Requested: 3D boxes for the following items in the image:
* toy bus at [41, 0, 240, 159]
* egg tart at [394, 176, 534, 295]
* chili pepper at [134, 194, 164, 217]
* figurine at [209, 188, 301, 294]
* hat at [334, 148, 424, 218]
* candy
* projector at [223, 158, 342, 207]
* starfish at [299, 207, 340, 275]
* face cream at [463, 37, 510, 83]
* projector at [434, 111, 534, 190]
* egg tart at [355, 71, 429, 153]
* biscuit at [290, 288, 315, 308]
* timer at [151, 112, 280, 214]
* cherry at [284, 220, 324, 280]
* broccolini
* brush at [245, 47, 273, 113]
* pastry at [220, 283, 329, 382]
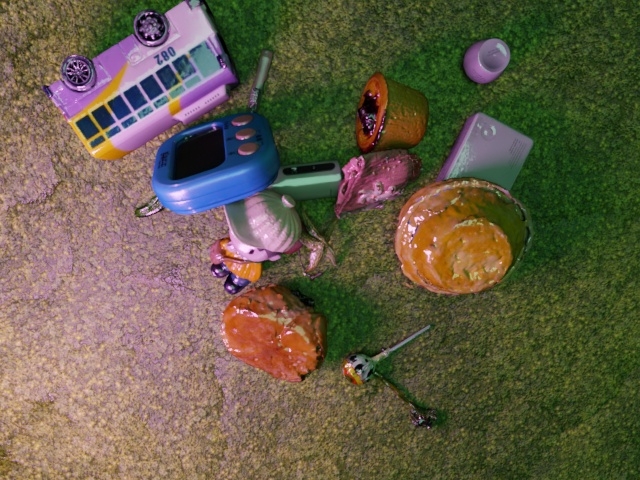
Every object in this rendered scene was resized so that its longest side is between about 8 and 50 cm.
[{"bbox_3d":[-0.425,-0.404,1.212,0.440,0.209,0.249,-31,99,1],"label":"toy bus"},{"bbox_3d":[0.389,0.017,1.290,0.389,0.169,0.387,2,118,4],"label":"egg tart"},{"bbox_3d":[-0.456,-0.132,1.326,0.073,0.050,0.182,29,97,-13],"label":"chili pepper"},{"bbox_3d":[-0.173,-0.002,1.254,0.205,0.332,0.185,-37,79,-32],"label":"figurine"},{"bbox_3d":[0.176,-0.167,1.292,0.287,0.236,0.107,-21,65,-29],"label":"hat"},{"bbox_3d":[0.202,0.329,1.417,0.306,0.083,0.091,-31,103,-7],"label":"candy"},{"bbox_3d":[-0.108,-0.155,1.313,0.338,0.108,0.108,-7,97,-2],"label":"projector"},{"bbox_3d":[0.002,0.000,1.333,0.223,0.050,0.216,52,53,-38],"label":"starfish"},{"bbox_3d":[0.459,-0.498,1.305,0.117,0.104,0.117,0,98,-3],"label":"face cream"},{"bbox_3d":[0.458,-0.207,1.346,0.192,0.099,0.256,25,94,-5],"label":"projector"},{"bbox_3d":[0.186,-0.334,1.267,0.171,0.215,0.215,3,97,-15],"label":"egg tart"},{"bbox_3d":[-0.062,0.183,1.397,0.089,0.027,0.087,-13,99,0],"label":"biscuit"},{"bbox_3d":[-0.263,-0.202,1.200,0.309,0.340,0.115,-17,128,-2],"label":"timer"},{"bbox_3d":[-0.060,0.014,1.352,0.107,0.090,0.225,-44,110,-2],"label":"cherry"},{"bbox_3d":[0.253,0.488,1.458,0.254,0.071,0.057,42,135,-1],"label":"broccolini"},{"bbox_3d":[-0.171,-0.441,1.315,0.034,0.027,0.190,16,95,-7],"label":"brush"},{"bbox_3d":[-0.122,0.250,1.326,0.311,0.162,0.255,32,118,-2],"label":"pastry"}]
